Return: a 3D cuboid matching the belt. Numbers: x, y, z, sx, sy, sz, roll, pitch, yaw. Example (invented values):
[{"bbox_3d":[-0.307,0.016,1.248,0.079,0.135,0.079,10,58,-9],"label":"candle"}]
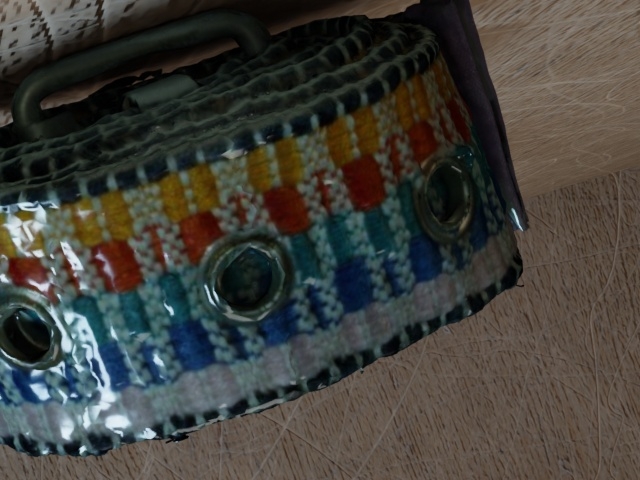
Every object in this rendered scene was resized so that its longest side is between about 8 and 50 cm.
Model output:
[{"bbox_3d":[-0.050,-0.023,0.742,0.295,0.160,0.207,-17,-165,1],"label":"belt"}]
